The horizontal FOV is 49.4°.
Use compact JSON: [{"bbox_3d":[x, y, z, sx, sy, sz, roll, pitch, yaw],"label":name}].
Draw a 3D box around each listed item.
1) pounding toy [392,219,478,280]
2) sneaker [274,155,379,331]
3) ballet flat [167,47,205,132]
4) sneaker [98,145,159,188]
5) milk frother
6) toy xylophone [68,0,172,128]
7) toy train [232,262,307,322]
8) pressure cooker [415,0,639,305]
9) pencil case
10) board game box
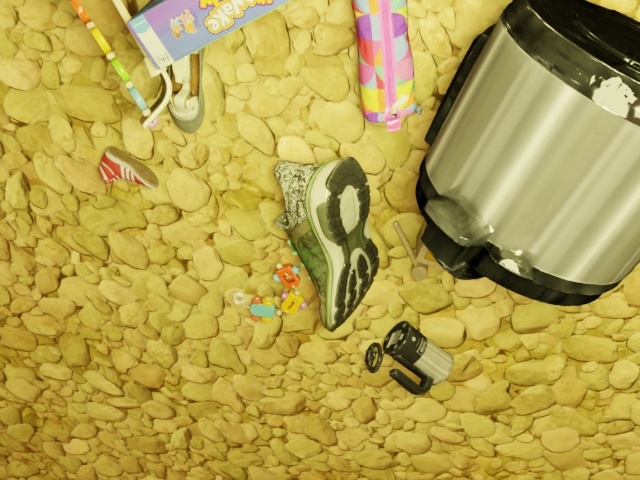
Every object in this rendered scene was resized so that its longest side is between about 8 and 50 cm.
[{"bbox_3d":[0.223,0.012,1.319,0.181,0.094,0.206,17,126,-4],"label":"pounding toy"},{"bbox_3d":[0.000,0.000,1.353,0.182,0.158,0.410,23,136,32],"label":"sneaker"},{"bbox_3d":[-0.239,-0.270,1.204,0.072,0.068,0.213,11,127,1],"label":"ballet flat"},{"bbox_3d":[-0.374,-0.124,1.350,0.118,0.042,0.067,37,120,-8],"label":"sneaker"},{"bbox_3d":[0.187,0.260,1.519,0.135,0.129,0.143,38,166,-17],"label":"milk frother"},{"bbox_3d":[-0.328,-0.326,1.076,0.081,0.236,0.322,-34,103,-6],"label":"toy xylophone"},{"bbox_3d":[-0.097,0.106,1.474,0.166,0.046,0.125,-27,117,22],"label":"toy train"},{"bbox_3d":[0.344,-0.107,1.037,0.370,0.375,0.420,19,126,-8],"label":"pressure cooker"},{"bbox_3d":[0.103,-0.300,1.107,0.105,0.104,0.236,-3,125,12],"label":"pencil case"},{"bbox_3d":[-0.082,-0.389,0.988,0.347,0.233,0.078,-20,121,23],"label":"board game box"}]
